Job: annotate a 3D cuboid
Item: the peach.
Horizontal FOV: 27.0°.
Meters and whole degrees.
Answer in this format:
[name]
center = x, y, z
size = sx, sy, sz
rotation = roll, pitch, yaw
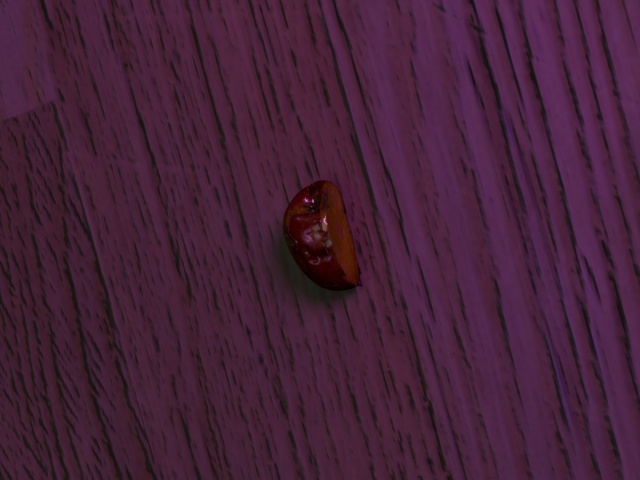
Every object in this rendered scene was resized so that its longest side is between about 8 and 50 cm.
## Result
[peach]
center = 0.000, 0.000, 1.035
size = 0.050, 0.077, 0.083
rotation = -17, 131, 17
